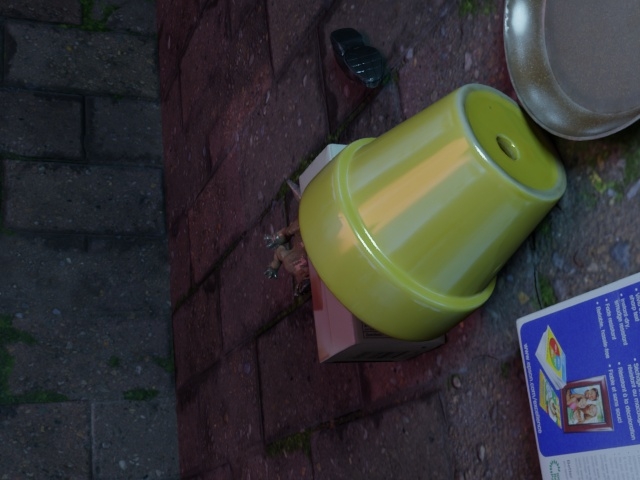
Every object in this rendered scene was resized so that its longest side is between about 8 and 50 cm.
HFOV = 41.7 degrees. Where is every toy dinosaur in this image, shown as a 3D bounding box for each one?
[{"bbox_3d":[0.000,0.000,1.439,0.200,0.127,0.295,-46,34,47],"label":"toy dinosaur"}]

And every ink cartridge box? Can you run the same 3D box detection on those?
[{"bbox_3d":[0.313,0.184,0.766,0.307,0.072,0.303,145,125,-59],"label":"ink cartridge box"}]

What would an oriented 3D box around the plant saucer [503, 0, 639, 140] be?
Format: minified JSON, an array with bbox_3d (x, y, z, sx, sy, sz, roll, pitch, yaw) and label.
[{"bbox_3d":[0.297,-0.256,0.855,0.311,0.050,0.310,-178,90,-67],"label":"plant saucer"}]

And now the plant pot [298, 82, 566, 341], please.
[{"bbox_3d":[0.141,-0.046,0.981,0.239,0.254,0.254,-43,48,39],"label":"plant pot"}]

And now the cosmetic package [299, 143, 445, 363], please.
[{"bbox_3d":[0.069,0.022,1.229,0.129,0.153,0.296,141,129,-59],"label":"cosmetic package"}]

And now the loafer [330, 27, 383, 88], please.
[{"bbox_3d":[0.064,-0.292,1.395,0.170,0.062,0.061,-112,11,-49],"label":"loafer"}]
